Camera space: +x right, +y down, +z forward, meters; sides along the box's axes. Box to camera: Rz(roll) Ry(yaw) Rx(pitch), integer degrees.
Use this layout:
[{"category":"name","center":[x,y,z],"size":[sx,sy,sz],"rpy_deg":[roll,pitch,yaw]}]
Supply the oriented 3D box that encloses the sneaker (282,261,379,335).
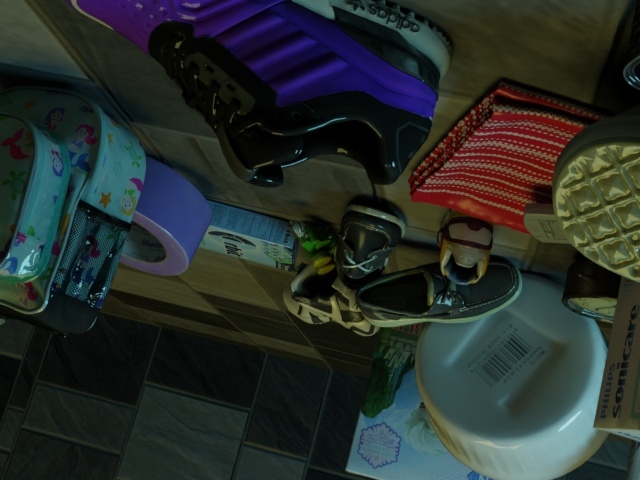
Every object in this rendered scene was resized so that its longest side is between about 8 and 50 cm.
[{"category":"sneaker","center":[-0.011,0.076,1.461],"size":[0.235,0.094,0.153],"rpy_deg":[21,161,52]}]

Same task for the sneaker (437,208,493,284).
[{"category":"sneaker","center":[0.166,0.016,1.038],"size":[0.069,0.084,0.185],"rpy_deg":[12,165,12]}]

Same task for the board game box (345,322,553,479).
[{"category":"board game box","center":[0.231,0.255,1.412],"size":[0.318,0.318,0.066],"rpy_deg":[11,165,12]}]

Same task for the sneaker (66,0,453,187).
[{"category":"sneaker","center":[-0.054,-0.118,0.625],"size":[0.293,0.146,0.102],"rpy_deg":[17,166,-7]}]

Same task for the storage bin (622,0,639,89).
[{"category":"storage bin","center":[0.241,-0.127,0.414],"size":[0.122,0.084,0.180],"rpy_deg":[17,165,-7]}]

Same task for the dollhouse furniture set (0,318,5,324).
[{"category":"dollhouse furniture set","center":[-0.504,0.030,1.216],"size":[0.173,0.356,0.303],"rpy_deg":[11,-156,18]}]

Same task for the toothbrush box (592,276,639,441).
[{"category":"toothbrush box","center":[0.399,0.088,0.805],"size":[0.126,0.217,0.295],"rpy_deg":[18,167,-10]}]

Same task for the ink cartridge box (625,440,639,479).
[{"category":"ink cartridge box","center":[0.495,0.265,1.189],"size":[0.128,0.308,0.223],"rpy_deg":[11,166,18]}]

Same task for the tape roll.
[{"category":"tape roll","center":[-0.248,-0.036,1.188],"size":[0.188,0.080,0.189],"rpy_deg":[18,152,10]}]

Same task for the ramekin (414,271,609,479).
[{"category":"ramekin","center":[0.261,0.177,1.198],"size":[0.277,0.277,0.135],"rpy_deg":[8,156,26]}]

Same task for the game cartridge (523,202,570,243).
[{"category":"game cartridge","center":[0.231,-0.017,0.867],"size":[0.055,0.017,0.083],"rpy_deg":[0,161,25]}]

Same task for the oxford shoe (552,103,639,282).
[{"category":"oxford shoe","center":[0.383,0.005,0.585],"size":[0.449,0.130,0.169],"rpy_deg":[22,129,18]}]

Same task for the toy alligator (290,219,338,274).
[{"category":"toy alligator","center":[0.000,0.000,1.230],"size":[0.051,0.056,0.190],"rpy_deg":[-28,160,-1]}]

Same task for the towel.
[{"category":"towel","center":[0.205,-0.059,0.822],"size":[0.198,0.031,0.275],"rpy_deg":[16,166,-6]}]

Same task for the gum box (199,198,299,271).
[{"category":"gum box","center":[-0.125,-0.010,1.327],"size":[0.184,0.041,0.157],"rpy_deg":[16,165,3]}]

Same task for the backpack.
[{"category":"backpack","center":[-0.321,-0.047,0.968],"size":[0.225,0.254,0.191],"rpy_deg":[12,162,27]}]

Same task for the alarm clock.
[{"category":"alarm clock","center":[0.362,0.066,1.068],"size":[0.129,0.064,0.192],"rpy_deg":[11,163,15]}]

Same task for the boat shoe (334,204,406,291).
[{"category":"boat shoe","center":[0.060,0.012,1.151],"size":[0.084,0.079,0.233],"rpy_deg":[16,164,2]}]

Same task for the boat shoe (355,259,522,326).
[{"category":"boat shoe","center":[0.153,0.070,1.167],"size":[0.223,0.080,0.073],"rpy_deg":[-11,162,17]}]
